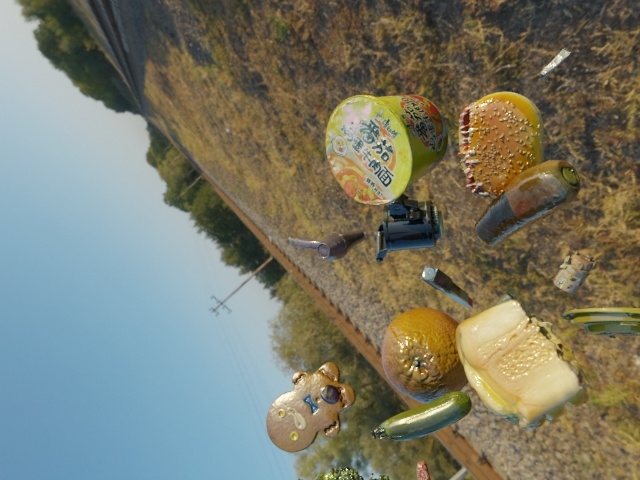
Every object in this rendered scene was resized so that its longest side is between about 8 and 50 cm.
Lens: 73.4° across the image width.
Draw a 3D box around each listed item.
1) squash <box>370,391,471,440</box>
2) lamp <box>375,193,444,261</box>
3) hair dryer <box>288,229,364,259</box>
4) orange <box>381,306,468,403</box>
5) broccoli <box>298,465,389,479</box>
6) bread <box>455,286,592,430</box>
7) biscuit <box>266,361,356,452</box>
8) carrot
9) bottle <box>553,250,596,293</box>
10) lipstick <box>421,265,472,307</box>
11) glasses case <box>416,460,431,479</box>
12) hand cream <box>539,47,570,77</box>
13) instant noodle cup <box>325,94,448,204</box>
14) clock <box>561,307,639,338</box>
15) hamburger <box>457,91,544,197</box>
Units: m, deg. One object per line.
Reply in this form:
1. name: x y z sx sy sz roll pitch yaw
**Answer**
1. squash: 0.304 0.547 1.303 0.087 0.331 0.087 59 -166 -24
2. lamp: 0.396 -0.055 1.860 0.374 0.271 0.205 92 -175 -57
3. hair dryer: 0.000 0.000 2.001 0.360 0.301 0.121 7 107 35
4. orange: 0.364 0.395 1.488 0.322 0.322 0.357 48 -165 21
5. broccoli: 0.056 0.923 1.502 0.352 0.275 0.397 15 156 1
6. bread: 0.506 0.315 1.102 0.211 0.270 0.316 22 -152 -44
7. biscuit: -0.028 0.412 1.052 0.180 0.236 0.039 48 176 28
8. carrot: 0.533 -0.094 1.135 0.139 0.138 0.302 49 143 12
9. bottle: 0.923 0.108 1.556 0.099 0.098 0.152 44 131 41
10. lipstick: 0.452 0.169 1.477 0.312 0.051 0.051 31 163 -39
11. glasses case: 0.388 0.913 1.566 0.073 0.049 0.195 51 -154 -69
12. hand cream: 0.661 -0.499 1.215 0.019 0.093 0.030 26 -153 -44
13. instant noodle cup: 0.170 -0.237 1.043 0.264 0.200 0.265 29 132 37
14. clock: 0.722 0.205 1.047 0.237 0.236 0.057 75 -161 -72
15. hamburger: 0.507 -0.263 1.209 0.227 0.151 0.296 3 111 41
